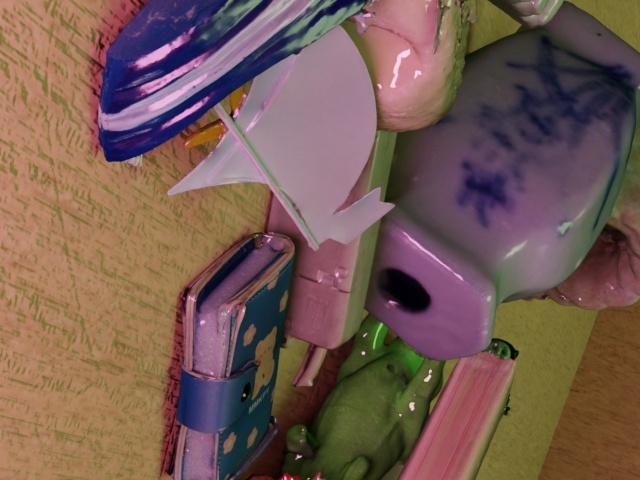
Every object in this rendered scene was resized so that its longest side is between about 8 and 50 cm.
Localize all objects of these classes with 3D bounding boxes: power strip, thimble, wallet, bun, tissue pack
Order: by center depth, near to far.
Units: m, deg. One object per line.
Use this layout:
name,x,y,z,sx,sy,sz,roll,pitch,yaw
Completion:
bun,0.044,-0.218,1.233,0.273,0.168,0.273,6,90,-82
wallet,-0.074,0.109,1.378,0.141,0.059,0.202,-41,146,-53
power strip,0.000,0.000,1.425,0.053,0.093,0.288,-36,141,-58
tissue pack,0.102,0.270,1.599,0.170,0.071,0.325,100,16,-46
thimble,0.310,-0.062,1.951,0.291,0.291,0.195,80,30,-55

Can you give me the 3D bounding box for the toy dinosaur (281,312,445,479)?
toy dinosaur,0.072,0.230,1.797,0.500,0.144,0.374,3,110,-66

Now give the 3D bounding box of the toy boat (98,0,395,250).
toy boat,-0.023,-0.075,1.136,0.220,0.067,0.291,-36,135,1

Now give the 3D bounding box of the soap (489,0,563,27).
soap,0.248,-0.424,1.432,0.446,0.156,0.261,-55,166,7

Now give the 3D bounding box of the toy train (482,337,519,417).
toy train,0.188,0.170,1.880,0.170,0.071,0.111,104,6,-68

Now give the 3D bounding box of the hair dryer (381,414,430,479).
hair dryer,0.094,0.278,1.940,0.206,0.075,0.237,-51,170,-33

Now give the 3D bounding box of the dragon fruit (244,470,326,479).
dragon fruit,-0.087,0.357,1.449,0.343,0.100,0.282,-45,136,-27

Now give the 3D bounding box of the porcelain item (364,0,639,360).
porcelain item,0.187,-0.071,1.665,0.405,0.242,0.178,-48,173,-37
